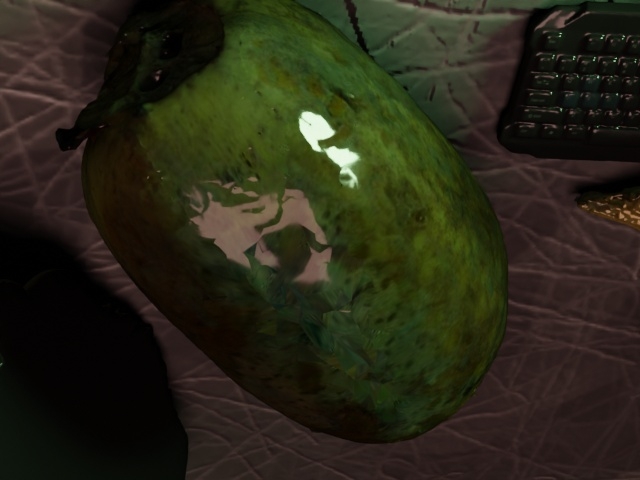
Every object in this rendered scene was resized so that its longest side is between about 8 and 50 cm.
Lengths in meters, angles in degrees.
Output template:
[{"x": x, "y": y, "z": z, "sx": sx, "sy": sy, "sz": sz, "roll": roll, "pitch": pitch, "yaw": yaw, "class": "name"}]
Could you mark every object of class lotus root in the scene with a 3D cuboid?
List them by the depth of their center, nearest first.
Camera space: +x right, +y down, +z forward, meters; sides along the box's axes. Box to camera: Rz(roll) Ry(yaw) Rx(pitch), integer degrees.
[{"x": 0.000, "y": 0.000, "z": 0.585, "sx": 0.160, "sy": 0.152, "sz": 0.275, "roll": -35, "pitch": 131, "yaw": 12, "class": "lotus root"}]

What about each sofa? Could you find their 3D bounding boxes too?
[{"x": -0.215, "y": 0.128, "z": 0.702, "sx": 0.200, "sy": 0.182, "sz": 0.258, "roll": -4, "pitch": 137, "yaw": 21, "class": "sofa"}]

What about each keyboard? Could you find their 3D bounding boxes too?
[{"x": 0.231, "y": -0.081, "z": 0.632, "sx": 0.262, "sy": 0.016, "sz": 0.106, "roll": 1, "pitch": 133, "yaw": -9, "class": "keyboard"}]

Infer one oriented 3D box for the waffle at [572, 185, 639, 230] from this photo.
[{"x": 0.233, "y": -0.032, "z": 0.662, "sx": 0.153, "sy": 0.023, "sz": 0.097, "roll": 21, "pitch": 115, "yaw": -2, "class": "waffle"}]
